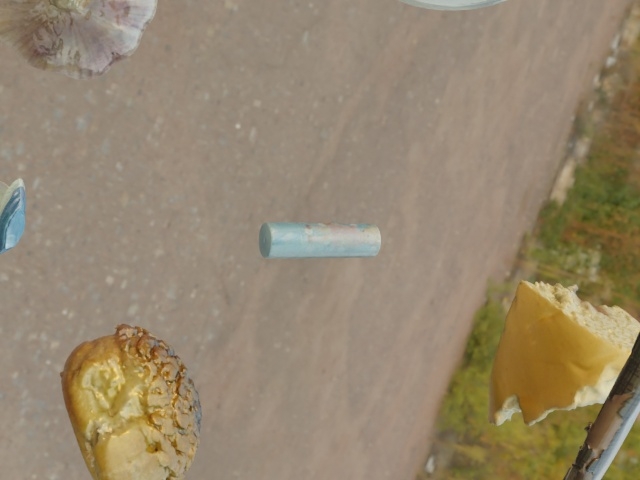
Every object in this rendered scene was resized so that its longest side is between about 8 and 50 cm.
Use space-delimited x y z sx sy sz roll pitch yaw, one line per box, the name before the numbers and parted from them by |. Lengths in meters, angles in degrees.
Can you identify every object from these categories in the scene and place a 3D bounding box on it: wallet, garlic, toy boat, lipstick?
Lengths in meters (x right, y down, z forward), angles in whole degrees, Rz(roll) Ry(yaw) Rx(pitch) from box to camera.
wallet | 0.323 0.100 0.992 0.169 0.044 0.317 -28 142 -60
garlic | -0.348 -0.346 1.442 0.253 0.245 0.245 -137 -117 -72
toy boat | -0.429 -0.051 1.383 0.034 0.149 0.105 16 124 -44
lipstick | 0.000 0.000 1.352 0.158 0.048 0.048 0 116 -25

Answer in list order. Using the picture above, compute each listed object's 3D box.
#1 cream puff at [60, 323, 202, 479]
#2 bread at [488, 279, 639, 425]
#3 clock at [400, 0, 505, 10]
cream puff | -0.339 0.323 1.916 0.343 0.231 0.327 -131 -153 -64
bread | 0.360 0.194 1.409 0.184 0.211 0.224 -2 121 -40
clock | 0.119 -0.292 0.822 0.230 0.231 0.083 84 -2 -54
